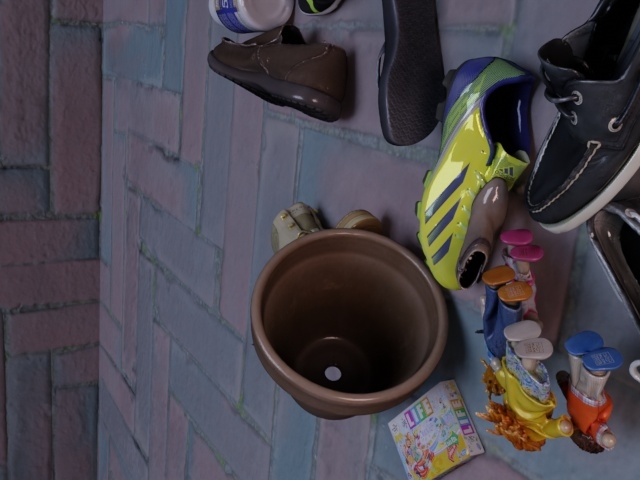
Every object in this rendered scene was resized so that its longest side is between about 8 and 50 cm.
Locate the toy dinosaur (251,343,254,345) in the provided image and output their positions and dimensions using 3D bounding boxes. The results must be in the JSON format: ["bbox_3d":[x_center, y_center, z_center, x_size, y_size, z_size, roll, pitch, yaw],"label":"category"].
[{"bbox_3d":[-0.110,0.177,1.467,0.082,0.047,0.090,-69,23,5],"label":"toy dinosaur"}]

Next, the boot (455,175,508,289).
[{"bbox_3d":[0.181,-0.004,0.814,0.087,0.042,0.118,-56,-20,-61],"label":"boot"}]

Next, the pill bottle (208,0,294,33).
[{"bbox_3d":[-0.139,-0.449,1.378,0.186,0.112,0.112,21,111,58],"label":"pill bottle"}]

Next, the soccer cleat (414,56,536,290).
[{"bbox_3d":[0.188,-0.070,0.867,0.121,0.093,0.289,25,115,50],"label":"soccer cleat"}]

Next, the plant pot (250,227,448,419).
[{"bbox_3d":[0.032,0.149,1.048,0.229,0.263,0.263,97,155,-57],"label":"plant pot"}]

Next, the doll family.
[{"bbox_3d":[0.204,0.121,0.762,0.263,0.118,0.163,-105,2,-52],"label":"doll family"}]

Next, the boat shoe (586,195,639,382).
[{"bbox_3d":[0.328,0.088,0.619,0.113,0.105,0.306,-51,50,50],"label":"boat shoe"}]

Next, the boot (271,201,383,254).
[{"bbox_3d":[0.000,0.000,1.204,0.203,0.095,0.262,64,148,36],"label":"boot"}]

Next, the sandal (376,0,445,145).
[{"bbox_3d":[0.115,-0.245,0.982,0.054,0.097,0.254,-15,70,59],"label":"sandal"}]

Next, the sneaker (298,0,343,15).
[{"bbox_3d":[0.006,-0.422,1.140,0.234,0.097,0.084,-12,83,60],"label":"sneaker"}]

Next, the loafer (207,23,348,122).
[{"bbox_3d":[-0.064,-0.307,1.277,0.366,0.134,0.130,30,96,45],"label":"loafer"}]

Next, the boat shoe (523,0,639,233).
[{"bbox_3d":[0.246,-0.155,0.624,0.127,0.113,0.340,-87,18,-47],"label":"boat shoe"}]

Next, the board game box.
[{"bbox_3d":[0.157,0.273,1.018,0.154,0.026,0.103,-55,46,47],"label":"board game box"}]
